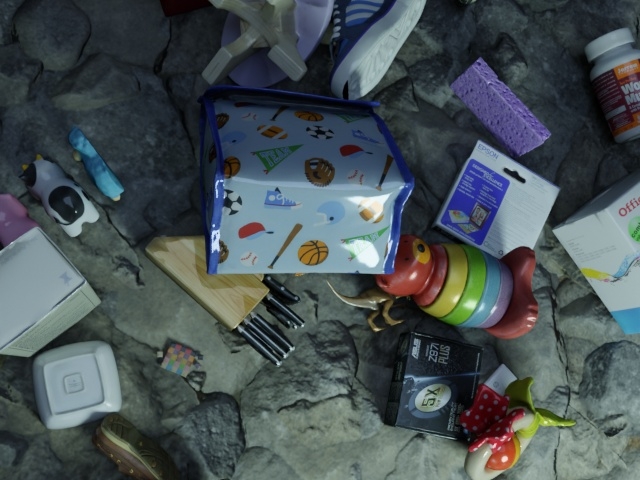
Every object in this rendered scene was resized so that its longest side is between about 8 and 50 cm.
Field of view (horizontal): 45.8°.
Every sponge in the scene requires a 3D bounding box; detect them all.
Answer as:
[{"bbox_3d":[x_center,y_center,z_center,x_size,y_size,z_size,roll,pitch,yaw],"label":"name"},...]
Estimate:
[{"bbox_3d":[0.360,-0.265,1.535,0.031,0.117,0.210,-44,91,-18],"label":"sponge"}]

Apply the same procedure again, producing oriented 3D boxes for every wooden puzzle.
[{"bbox_3d":[-0.255,0.215,1.365,0.083,0.006,0.049,25,75,-7],"label":"wooden puzzle"}]

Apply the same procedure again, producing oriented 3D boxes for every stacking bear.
[{"bbox_3d":[0.233,0.071,1.402,0.289,0.164,0.175,18,58,-18],"label":"stacking bear"}]

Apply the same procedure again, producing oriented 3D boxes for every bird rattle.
[{"bbox_3d":[0.336,0.358,1.366,0.143,0.207,0.253,34,27,31],"label":"bird rattle"}]

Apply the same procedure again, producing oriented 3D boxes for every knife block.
[{"bbox_3d":[-0.171,0.111,1.360,0.275,0.088,0.242,-2,80,-14],"label":"knife block"}]

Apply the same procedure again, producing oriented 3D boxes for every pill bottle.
[{"bbox_3d":[0.648,-0.329,1.610,0.121,0.121,0.221,-18,85,-15],"label":"pill bottle"}]

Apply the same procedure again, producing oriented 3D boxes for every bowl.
[{"bbox_3d":[-0.420,0.246,1.298,0.142,0.053,0.142,-11,82,-13],"label":"bowl"}]

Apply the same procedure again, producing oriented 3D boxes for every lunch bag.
[{"bbox_3d":[-0.048,-0.137,1.321,0.327,0.239,0.385,3,35,-13],"label":"lunch bag"}]

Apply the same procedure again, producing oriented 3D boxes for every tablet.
[{"bbox_3d":[0.350,0.290,1.488,0.083,0.006,0.054,-42,91,-17],"label":"tablet"}]

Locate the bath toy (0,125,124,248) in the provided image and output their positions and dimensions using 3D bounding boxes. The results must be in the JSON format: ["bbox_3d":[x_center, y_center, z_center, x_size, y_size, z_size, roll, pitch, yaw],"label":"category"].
[{"bbox_3d":[-0.513,-0.039,1.290,0.348,0.129,0.151,-44,49,-15],"label":"bath toy"}]

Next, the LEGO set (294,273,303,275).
[{"bbox_3d":[0.000,0.000,1.419,0.227,0.087,0.093,-9,56,-24],"label":"LEGO set"}]

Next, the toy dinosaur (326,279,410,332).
[{"bbox_3d":[0.100,0.115,1.437,0.211,0.064,0.112,-11,75,-34],"label":"toy dinosaur"}]

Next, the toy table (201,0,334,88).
[{"bbox_3d":[-0.102,-0.383,1.354,0.252,0.161,0.274,34,116,7],"label":"toy table"}]

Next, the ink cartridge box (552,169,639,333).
[{"bbox_3d":[0.650,0.016,1.507,0.198,0.197,0.270,-35,88,-17],"label":"ink cartridge box"}]

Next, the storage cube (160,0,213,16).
[{"bbox_3d":[-0.230,-0.559,1.417,0.183,0.193,0.215,-18,85,-15],"label":"storage cube"}]

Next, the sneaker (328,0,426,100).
[{"bbox_3d":[0.038,-0.428,1.475,0.236,0.130,0.323,28,66,17],"label":"sneaker"}]

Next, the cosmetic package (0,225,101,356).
[{"bbox_3d":[-0.448,0.092,1.186,0.160,0.309,0.113,-41,90,-17],"label":"cosmetic package"}]

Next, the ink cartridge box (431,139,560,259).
[{"bbox_3d":[0.356,-0.066,1.534,0.206,0.045,0.208,30,76,-6],"label":"ink cartridge box"}]

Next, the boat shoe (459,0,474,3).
[{"bbox_3d":[0.241,-0.579,1.590,0.073,0.080,0.223,-34,83,-11],"label":"boat shoe"}]

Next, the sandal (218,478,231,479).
[{"bbox_3d":[-0.285,0.473,1.270,0.302,0.120,0.086,-23,59,-18],"label":"sandal"}]

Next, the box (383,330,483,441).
[{"bbox_3d":[0.212,0.273,1.423,0.147,0.077,0.180,15,77,-9],"label":"box"}]

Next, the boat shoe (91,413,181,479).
[{"bbox_3d":[-0.315,0.374,1.300,0.178,0.064,0.060,43,108,-7],"label":"boat shoe"}]
